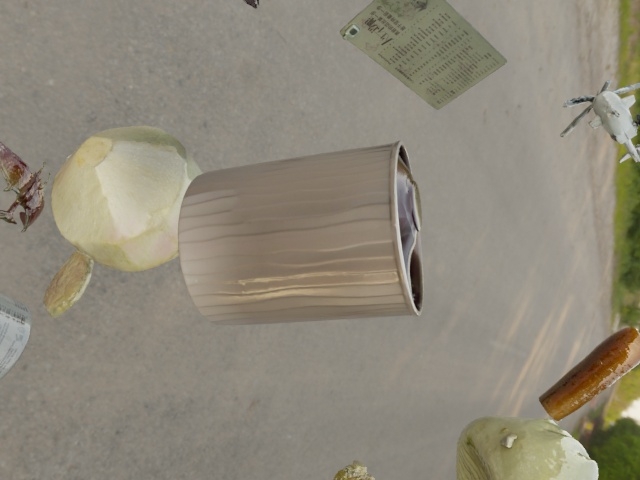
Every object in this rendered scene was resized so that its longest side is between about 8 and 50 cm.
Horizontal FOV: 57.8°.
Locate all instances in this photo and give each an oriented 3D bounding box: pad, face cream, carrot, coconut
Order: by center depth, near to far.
[{"bbox_3d":[0.180,-0.328,0.989,0.265,0.159,0.009,26,48,-34],"label":"pad"},{"bbox_3d":[0.494,0.236,1.038,0.225,0.067,0.067,-50,157,20],"label":"carrot"},{"bbox_3d":[-0.648,0.167,1.061,0.153,0.177,0.177,45,67,-46],"label":"face cream"},{"bbox_3d":[-0.440,-0.103,1.348,0.352,0.352,0.353,-36,135,-46],"label":"coconut"}]

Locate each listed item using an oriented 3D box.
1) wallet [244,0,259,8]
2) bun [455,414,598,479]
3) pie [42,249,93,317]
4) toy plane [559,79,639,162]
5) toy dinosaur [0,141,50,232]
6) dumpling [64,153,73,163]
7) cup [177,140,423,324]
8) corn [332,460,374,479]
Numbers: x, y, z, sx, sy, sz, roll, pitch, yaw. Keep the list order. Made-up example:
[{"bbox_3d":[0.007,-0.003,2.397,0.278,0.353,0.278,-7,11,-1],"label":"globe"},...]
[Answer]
[{"bbox_3d":[-0.206,-0.618,1.334,0.030,0.166,0.111,-48,178,-10],"label":"wallet"},{"bbox_3d":[0.269,0.340,0.726,0.259,0.159,0.259,-178,-90,-89],"label":"bun"},{"bbox_3d":[-0.733,0.126,1.694,0.052,0.185,0.218,38,79,-35],"label":"pie"},{"bbox_3d":[0.567,-0.204,1.110,0.273,0.182,0.107,54,17,-50],"label":"toy plane"},{"bbox_3d":[-0.826,-0.137,1.583,0.207,0.112,0.327,-64,180,-7],"label":"toy dinosaur"},{"bbox_3d":[-0.686,-0.212,1.632,0.057,0.076,0.052,-19,86,-65],"label":"dumpling"},{"bbox_3d":[-0.004,-0.016,0.743,0.288,0.273,0.208,-69,149,-61],"label":"cup"},{"bbox_3d":[0.038,0.512,0.951,0.086,0.086,0.288,20,81,-61],"label":"corn"}]
